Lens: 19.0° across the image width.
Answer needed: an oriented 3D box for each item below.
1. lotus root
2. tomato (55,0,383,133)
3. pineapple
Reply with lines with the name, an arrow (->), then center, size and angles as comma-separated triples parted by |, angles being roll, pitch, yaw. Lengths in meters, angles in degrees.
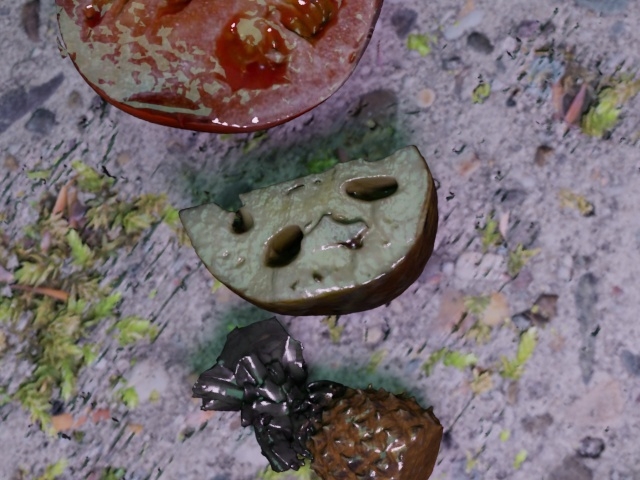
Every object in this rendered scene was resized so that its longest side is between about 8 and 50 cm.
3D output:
lotus root -> 0.000, 0.000, 1.740 | 0.235, 0.119, 0.138 | -10, 71, 13
tomato -> -0.092, -0.245, 1.821 | 0.338, 0.144, 0.338 | 0, 80, -1
pineapple -> -0.007, 0.156, 1.709 | 0.237, 0.119, 0.111 | 23, 127, 27
